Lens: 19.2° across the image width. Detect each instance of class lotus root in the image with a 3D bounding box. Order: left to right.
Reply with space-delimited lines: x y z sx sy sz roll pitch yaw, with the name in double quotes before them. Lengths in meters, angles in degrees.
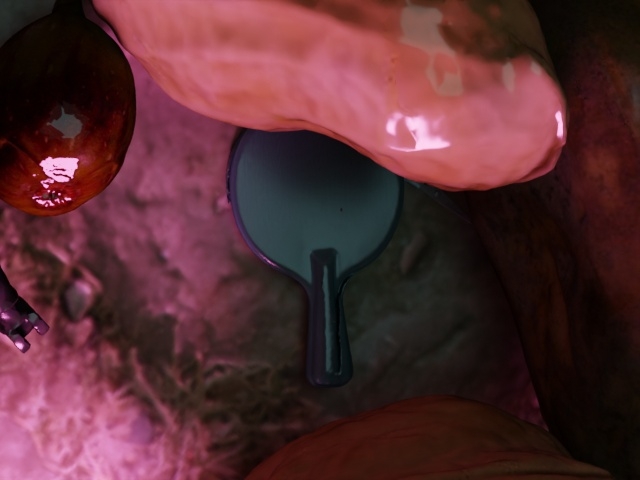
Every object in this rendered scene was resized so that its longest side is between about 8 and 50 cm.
"lotus root" 0.216 -0.031 1.254 0.250 0.250 0.346 -19 93 -18

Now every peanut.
"peanut" -0.003 -0.143 1.155 0.340 0.158 0.174 17 95 26

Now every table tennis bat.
"table tennis bat" 0.000 0.000 1.282 0.124 0.033 0.201 -4 91 -14

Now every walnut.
"walnut" 0.058 0.238 1.173 0.313 0.277 0.252 -34 109 12

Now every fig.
"fig" -0.168 -0.094 1.193 0.109 0.103 0.155 -16 56 18

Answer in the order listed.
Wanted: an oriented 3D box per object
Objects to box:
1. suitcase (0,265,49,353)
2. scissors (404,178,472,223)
"suitcase" -0.307 0.019 1.114 0.194 0.143 0.235 -43 108 -8
"scissors" 0.075 -0.037 1.320 0.083 0.006 0.036 40 81 -16
